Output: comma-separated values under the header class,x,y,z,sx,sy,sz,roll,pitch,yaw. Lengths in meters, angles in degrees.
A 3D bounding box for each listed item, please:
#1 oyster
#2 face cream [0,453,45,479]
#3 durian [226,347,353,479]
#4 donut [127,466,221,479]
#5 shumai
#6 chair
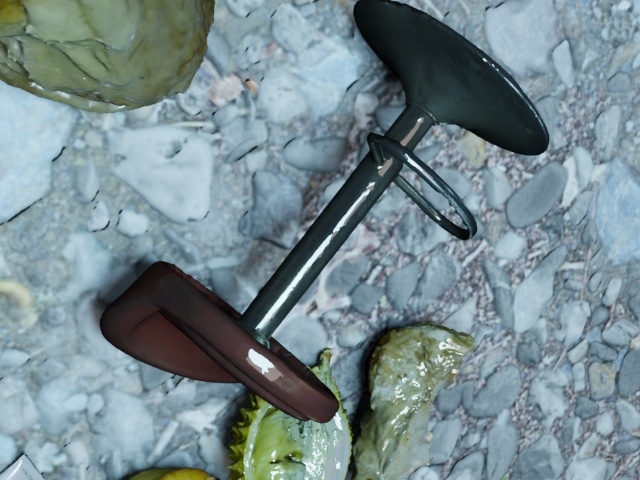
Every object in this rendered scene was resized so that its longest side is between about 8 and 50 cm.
class,x,y,z,sx,sy,sz,roll,pitch,yaw
oyster,0.085,0.192,1.045,0.107,0.161,0.232,24,103,13
face cream,-0.320,0.250,0.900,0.115,0.020,0.038,-35,118,-17
durian,-0.034,0.204,0.996,0.146,0.102,0.208,33,66,-33
donut,-0.158,0.315,0.953,0.166,0.073,0.184,-40,123,-35
shumai,-0.160,-0.222,0.696,0.267,0.262,0.314,-34,120,-13
chair,0.000,0.000,0.868,0.226,0.226,0.401,41,86,-31
